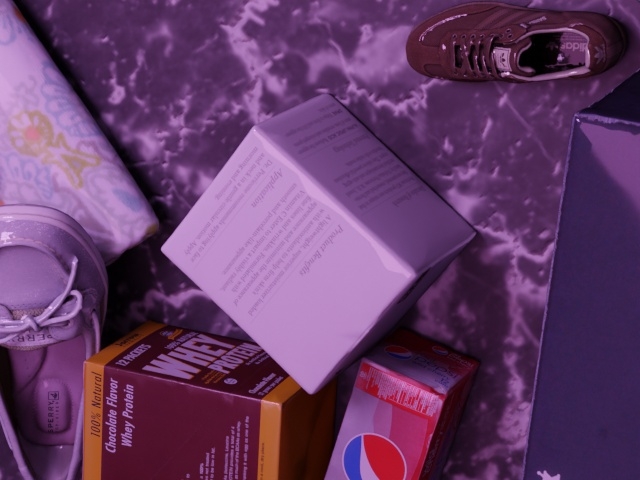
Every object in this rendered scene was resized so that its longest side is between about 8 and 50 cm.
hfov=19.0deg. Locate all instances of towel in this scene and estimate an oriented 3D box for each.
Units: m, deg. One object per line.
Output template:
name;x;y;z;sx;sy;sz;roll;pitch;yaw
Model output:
towel;-0.367;-0.050;1.811;0.374;0.090;0.320;-35;92;28

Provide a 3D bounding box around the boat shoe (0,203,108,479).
boat shoe;-0.250;0.100;1.722;0.118;0.103;0.320;0;134;-4

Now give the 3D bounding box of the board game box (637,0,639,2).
board game box;0.298;-0.262;1.482;0.126;0.026;0.186;38;117;10

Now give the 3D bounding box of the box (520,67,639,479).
box;0.287;0.032;1.421;0.182;0.294;0.296;13;110;21

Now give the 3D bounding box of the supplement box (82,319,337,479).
supplement box;-0.101;0.194;1.735;0.194;0.129;0.191;10;109;21

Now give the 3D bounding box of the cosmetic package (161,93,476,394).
cosmetic package;0.000;0.000;1.620;0.183;0.151;0.151;44;118;7

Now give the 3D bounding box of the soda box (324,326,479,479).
soda box;0.054;0.216;1.692;0.083;0.092;0.263;24;114;17

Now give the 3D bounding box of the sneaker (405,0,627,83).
sneaker;0.150;-0.159;1.552;0.188;0.071;0.066;-2;104;24
